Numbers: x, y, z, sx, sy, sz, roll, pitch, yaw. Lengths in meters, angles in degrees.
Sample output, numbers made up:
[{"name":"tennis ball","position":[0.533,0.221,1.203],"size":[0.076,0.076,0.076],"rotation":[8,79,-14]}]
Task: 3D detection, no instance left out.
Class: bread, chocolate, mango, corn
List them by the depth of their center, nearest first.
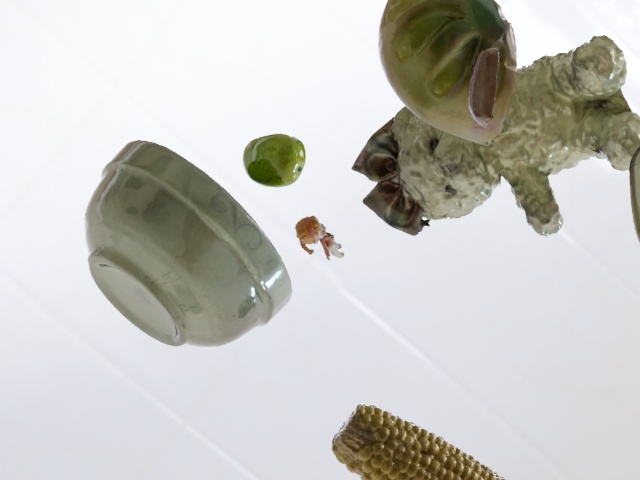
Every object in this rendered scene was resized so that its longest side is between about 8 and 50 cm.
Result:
[{"name":"chocolate","position":[0.202,-0.193,1.840],"size":[0.064,0.031,0.101],"rotation":[129,-33,-85]},{"name":"mango","position":[-0.064,-0.106,1.915],"size":[0.108,0.056,0.073],"rotation":[17,-89,50]},{"name":"corn","position":[0.170,0.343,1.983],"size":[0.130,0.347,0.130],"rotation":[-55,-171,13]},{"name":"bread","position":[0.174,-0.255,2.043],"size":[0.156,0.261,0.158],"rotation":[-38,171,-31]}]

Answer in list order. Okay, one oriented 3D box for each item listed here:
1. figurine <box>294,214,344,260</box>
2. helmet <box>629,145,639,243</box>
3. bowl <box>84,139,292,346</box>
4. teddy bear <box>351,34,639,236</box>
[{"name":"figurine","position":[0.000,0.000,2.149],"size":[0.047,0.109,0.064],"rotation":[-30,-124,18]},{"name":"helmet","position":[0.526,-0.062,2.100],"size":[0.204,0.258,0.137],"rotation":[-26,-167,-3]},{"name":"bowl","position":[-0.197,0.026,1.952],"size":[0.163,0.307,0.307],"rotation":[-48,-170,-24]},{"name":"teddy bear","position":[0.266,-0.144,2.278],"size":[0.362,0.327,0.375],"rotation":[-24,-170,-11]}]
